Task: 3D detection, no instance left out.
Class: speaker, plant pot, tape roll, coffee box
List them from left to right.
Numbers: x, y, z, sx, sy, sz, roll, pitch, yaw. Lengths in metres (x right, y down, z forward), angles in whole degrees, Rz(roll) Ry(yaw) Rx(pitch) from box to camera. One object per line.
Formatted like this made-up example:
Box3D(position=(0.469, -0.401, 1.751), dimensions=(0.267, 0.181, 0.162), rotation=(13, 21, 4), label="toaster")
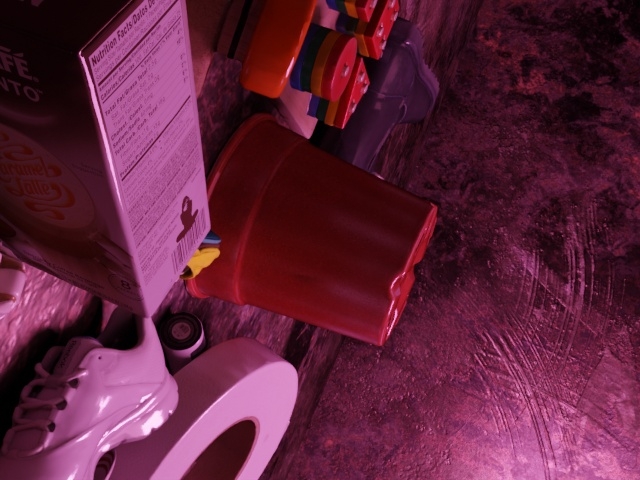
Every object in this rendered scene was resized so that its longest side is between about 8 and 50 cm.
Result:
Box3D(position=(-0.159, -0.073, 0.490), dimensions=(0.247, 0.141, 0.098), rotation=(94, 22, -53), label="coffee box")
Box3D(position=(-0.177, 0.149, 1.017), dimensions=(0.136, 0.055, 0.055), rotation=(94, 21, -57), label="speaker")
Box3D(position=(-0.174, 0.313, 1.067), dimensions=(0.392, 0.072, 0.392), rotation=(-47, 156, -28), label="tape roll")
Box3D(position=(0.000, 0.000, 1.033), dimensions=(0.272, 0.265, 0.273), rotation=(22, 90, -79), label="plant pot")

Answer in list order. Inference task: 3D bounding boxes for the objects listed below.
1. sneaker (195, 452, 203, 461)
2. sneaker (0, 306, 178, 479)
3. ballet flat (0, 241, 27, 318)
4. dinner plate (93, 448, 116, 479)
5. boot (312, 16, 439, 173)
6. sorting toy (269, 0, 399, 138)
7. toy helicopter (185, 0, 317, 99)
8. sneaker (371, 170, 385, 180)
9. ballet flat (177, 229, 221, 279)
Box3D(position=(-0.212, 0.312, 1.164), dimensions=(0.135, 0.052, 0.058), rotation=(-45, 150, -64), label="sneaker")
Box3D(position=(-0.240, 0.164, 0.705), dimensions=(0.297, 0.110, 0.129), rotation=(-54, 145, -59), label="sneaker")
Box3D(position=(-0.230, 0.019, 0.486), dimensions=(0.203, 0.074, 0.074), rotation=(89, 26, -62), label="ballet flat")
Box3D(position=(-0.253, 0.261, 0.753), dimensions=(0.141, 0.017, 0.141), rotation=(-34, -164, 11), label="dinner plate")
Box3D(position=(0.064, -0.128, 1.383), dimensions=(0.446, 0.146, 0.367), rotation=(-70, 161, -6), label="boot")
Box3D(position=(0.028, -0.284, 1.091), dimensions=(0.257, 0.089, 0.256), rotation=(39, 73, -78), label="sorting toy")
Box3D(position=(-0.048, -0.278, 0.589), dimensions=(0.235, 0.140, 0.355), rotation=(-136, -114, -80), label="toy helicopter")
Box3D(position=(0.068, -0.101, 1.596), dimensions=(0.229, 0.092, 0.088), rotation=(-48, 158, -57), label="sneaker")
Box3D(position=(-0.162, 0.006, 0.802), dimensions=(0.077, 0.077, 0.231), rotation=(-51, 169, -2), label="ballet flat")
